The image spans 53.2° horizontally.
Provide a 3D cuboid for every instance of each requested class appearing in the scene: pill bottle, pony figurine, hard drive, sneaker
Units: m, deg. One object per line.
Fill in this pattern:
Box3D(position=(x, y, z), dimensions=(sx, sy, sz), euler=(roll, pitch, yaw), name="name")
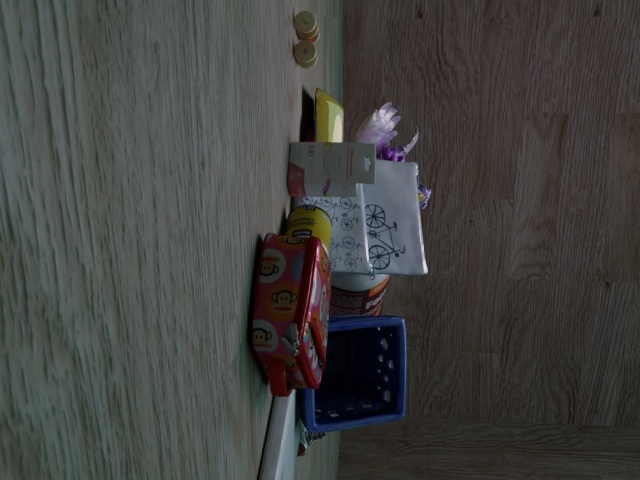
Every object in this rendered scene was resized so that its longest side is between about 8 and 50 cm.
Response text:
Box3D(position=(0.082, 0.077, 1.756), dimensions=(0.392, 0.224, 0.224), euler=(96, -2, -58), name="pill bottle")
Box3D(position=(0.183, -0.211, 1.993), dimensions=(0.303, 0.351, 0.363), euler=(30, 25, -56), name="pony figurine")
Box3D(position=(-0.031, 0.011, 1.368), dimensions=(0.184, 0.103, 0.103), euler=(-83, 173, -52), name="pill bottle")
Box3D(position=(-0.080, 0.449, 1.259), dimensions=(0.307, 0.040, 0.203), euler=(-82, 171, -56), name="hard drive")
Box3D(position=(-0.028, 0.452, 1.561), dimensions=(0.225, 0.093, 0.088), euler=(-63, 154, -77), name="sneaker")

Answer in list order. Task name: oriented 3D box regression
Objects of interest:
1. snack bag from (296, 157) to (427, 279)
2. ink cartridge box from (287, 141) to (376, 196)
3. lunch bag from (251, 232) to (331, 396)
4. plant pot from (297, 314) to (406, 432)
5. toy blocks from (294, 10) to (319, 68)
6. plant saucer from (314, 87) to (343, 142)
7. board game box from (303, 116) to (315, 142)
Box3D(position=(0.104, -0.064, 1.554), dimensions=(0.037, 0.343, 0.323), euler=(134, -43, -62), name="snack bag")
Box3D(position=(0.028, -0.163, 1.473), dimensions=(0.067, 0.198, 0.115), euler=(80, 12, -65), name="ink cartridge box")
Box3D(position=(-0.052, 0.150, 1.153), dimensions=(0.293, 0.120, 0.258), euler=(79, 17, -62), name="lunch bag")
Box3D(position=(0.046, 0.284, 1.461), dimensions=(0.212, 0.236, 0.235), euler=(-176, -96, -70), name="plant pot")
Box3D(position=(-0.031, -0.478, 1.567), dimensions=(0.148, 0.054, 0.123), euler=(-21, 111, -85), name="toy blocks")
Box3D(position=(0.021, -0.259, 1.866), dimensions=(0.333, 0.081, 0.332), euler=(-102, -169, -84), name="plant saucer")
Box3D(position=(-0.032, -0.261, 1.730), dimensions=(0.169, 0.033, 0.133), euler=(-160, -110, -87), name="board game box")
